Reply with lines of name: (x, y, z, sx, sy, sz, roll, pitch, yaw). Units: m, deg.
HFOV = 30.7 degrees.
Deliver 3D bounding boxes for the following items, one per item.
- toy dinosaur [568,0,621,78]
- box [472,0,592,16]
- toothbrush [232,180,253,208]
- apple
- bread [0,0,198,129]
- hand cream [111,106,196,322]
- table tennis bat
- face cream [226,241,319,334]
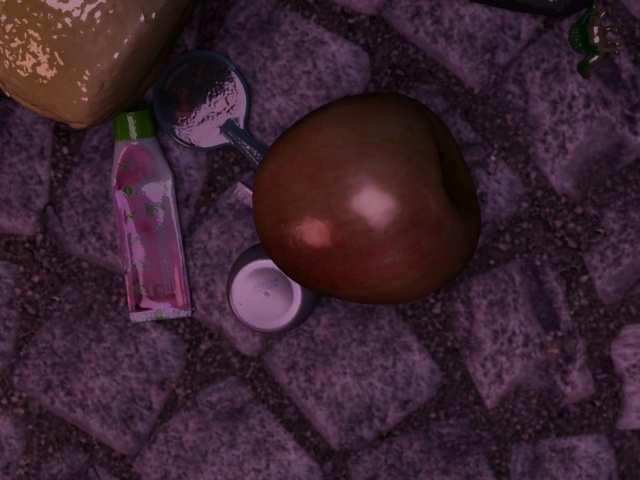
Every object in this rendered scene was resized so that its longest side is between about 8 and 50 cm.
toy dinosaur: (0.328, -0.259, 1.417, 0.060, 0.029, 0.119, -12, 92, 24)
box: (0.257, -0.380, 1.401, 0.201, 0.042, 0.212, 14, 98, 5)
toothbrush: (0.000, 0.000, 1.481, 0.257, 0.018, 0.024, 31, 101, 2)
apple: (0.052, -0.042, 1.356, 0.234, 0.257, 0.256, -23, 93, 19)
bread: (-0.260, -0.289, 1.327, 0.237, 0.320, 0.320, 36, 98, 0)
hand cream: (-0.220, -0.031, 1.494, 0.079, 0.050, 0.275, 0, 102, 32)
table tennis bat: (-0.124, -0.152, 1.474, 0.201, 0.033, 0.124, 44, 100, 5)
face cream: (-0.060, 0.060, 1.450, 0.117, 0.104, 0.117, 1, 97, 7)
